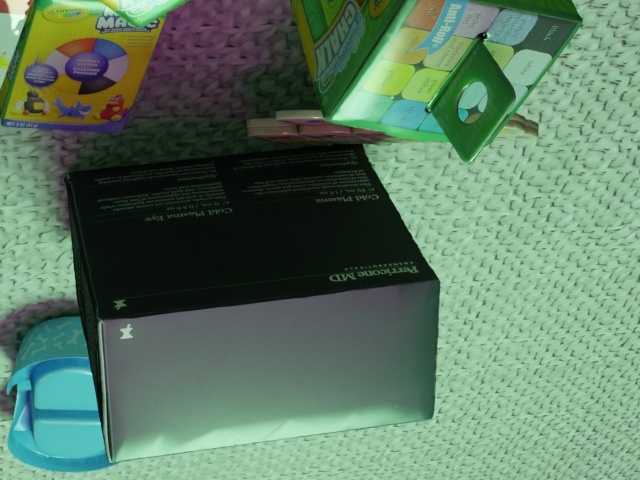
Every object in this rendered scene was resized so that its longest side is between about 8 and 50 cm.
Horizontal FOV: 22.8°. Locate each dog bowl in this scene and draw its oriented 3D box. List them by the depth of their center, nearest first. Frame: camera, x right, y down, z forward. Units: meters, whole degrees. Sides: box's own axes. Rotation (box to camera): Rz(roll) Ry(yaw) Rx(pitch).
[{"bbox_3d":[-0.317,0.199,2.044,0.166,0.074,0.297,2,143,-9],"label":"dog bowl"}]

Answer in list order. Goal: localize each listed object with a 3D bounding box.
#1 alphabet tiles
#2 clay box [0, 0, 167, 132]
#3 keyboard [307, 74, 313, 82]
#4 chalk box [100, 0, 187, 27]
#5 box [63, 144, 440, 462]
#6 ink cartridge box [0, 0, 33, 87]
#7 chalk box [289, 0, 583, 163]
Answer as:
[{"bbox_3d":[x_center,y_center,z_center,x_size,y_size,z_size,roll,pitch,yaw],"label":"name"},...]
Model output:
[{"bbox_3d":[0.075,-0.114,1.643,0.284,0.021,0.278,0,179,18],"label":"alphabet tiles"},{"bbox_3d":[-0.228,-0.194,1.535,0.127,0.053,0.222,1,144,-23],"label":"clay box"},{"bbox_3d":[0.097,-0.229,1.648,0.072,0.014,0.256,26,129,-38],"label":"keyboard"},{"bbox_3d":[-0.150,-0.282,1.363,0.132,0.132,0.213,-29,144,22],"label":"chalk box"},{"bbox_3d":[-0.081,0.055,1.685,0.343,0.312,0.179,-6,120,-11],"label":"box"},{"bbox_3d":[-0.334,-0.216,1.394,0.127,0.128,0.176,4,142,-25],"label":"ink cartridge box"},{"bbox_3d":[0.097,-0.206,1.423,0.179,0.289,0.180,8,138,-28],"label":"chalk box"}]
